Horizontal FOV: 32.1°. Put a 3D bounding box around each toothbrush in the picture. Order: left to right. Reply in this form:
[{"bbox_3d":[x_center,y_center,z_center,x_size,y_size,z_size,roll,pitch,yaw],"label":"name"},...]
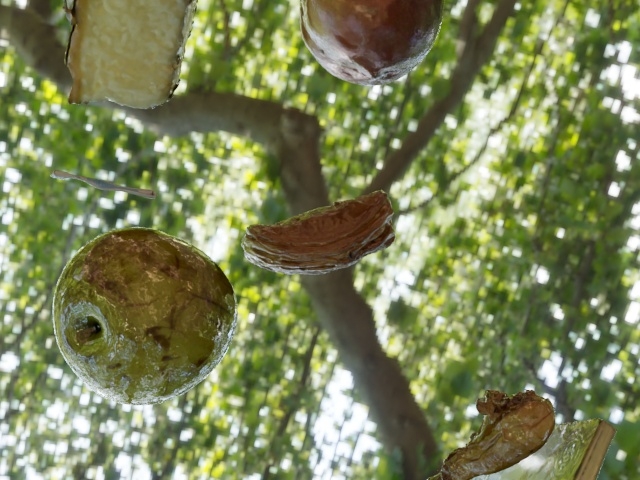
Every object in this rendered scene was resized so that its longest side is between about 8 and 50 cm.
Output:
[{"bbox_3d":[-0.300,-0.078,1.558,0.162,0.014,0.017,11,158,-34],"label":"toothbrush"}]

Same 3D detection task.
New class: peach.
[{"bbox_3d":[0.081,-0.369,1.768,0.252,0.252,0.252,13,-159,-5],"label":"peach"}]

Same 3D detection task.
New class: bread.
[{"bbox_3d":[-0.343,-0.428,1.994,0.248,0.315,0.279,8,162,-6],"label":"bread"}]

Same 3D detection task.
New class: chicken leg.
[{"bbox_3d":[0.220,0.270,1.500,0.101,0.207,0.085,53,-166,9],"label":"chicken leg"}]

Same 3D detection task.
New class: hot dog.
[{"bbox_3d":[0.000,0.000,1.947,0.272,0.122,0.196,-17,176,-3],"label":"hot dog"}]

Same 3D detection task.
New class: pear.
[{"bbox_3d":[-0.267,0.112,1.701,0.283,0.284,0.283,13,-159,-5],"label":"pear"}]

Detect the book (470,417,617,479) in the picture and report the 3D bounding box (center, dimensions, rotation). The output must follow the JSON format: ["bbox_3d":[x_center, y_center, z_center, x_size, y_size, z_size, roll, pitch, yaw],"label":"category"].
[{"bbox_3d":[0.277,0.417,1.654,0.039,0.300,0.428,30,161,-5],"label":"book"}]
